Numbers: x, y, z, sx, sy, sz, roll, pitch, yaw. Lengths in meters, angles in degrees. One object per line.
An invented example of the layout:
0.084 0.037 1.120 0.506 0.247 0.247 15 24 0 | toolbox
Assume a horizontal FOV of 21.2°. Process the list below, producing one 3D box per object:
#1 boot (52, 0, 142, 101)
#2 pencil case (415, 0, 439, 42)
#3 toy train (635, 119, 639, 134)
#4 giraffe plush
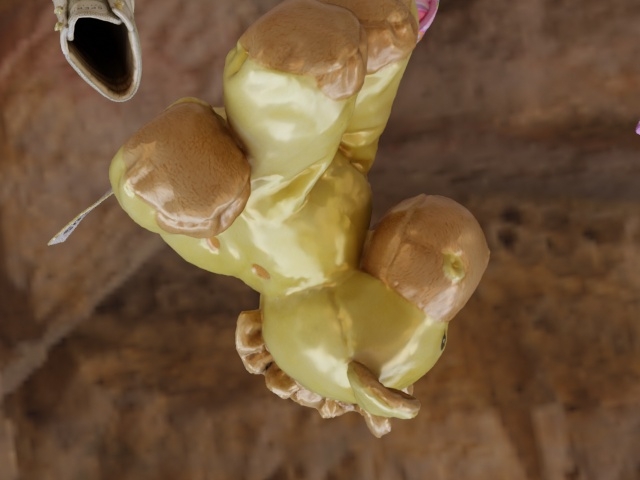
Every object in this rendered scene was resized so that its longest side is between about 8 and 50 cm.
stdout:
-0.214 -0.241 1.500 0.077 0.213 0.165 -20 -144 3 | boot
0.028 -0.207 1.818 0.124 0.124 0.284 -6 163 -18 | pencil case
0.277 -0.045 1.167 0.166 0.125 0.046 -21 145 -49 | toy train
0.000 0.000 0.781 0.210 0.170 0.181 -41 -179 32 | giraffe plush
